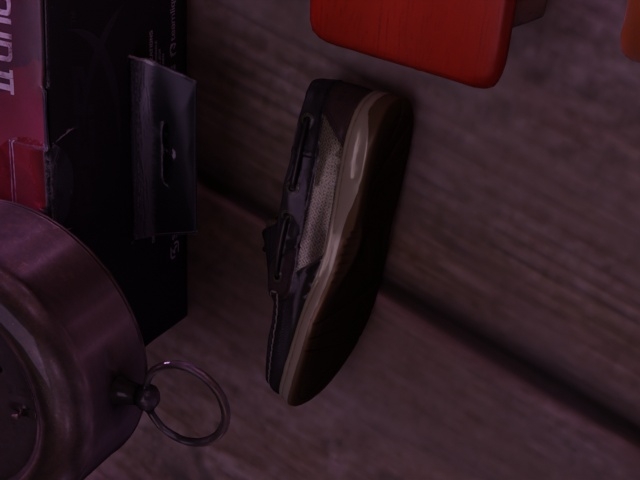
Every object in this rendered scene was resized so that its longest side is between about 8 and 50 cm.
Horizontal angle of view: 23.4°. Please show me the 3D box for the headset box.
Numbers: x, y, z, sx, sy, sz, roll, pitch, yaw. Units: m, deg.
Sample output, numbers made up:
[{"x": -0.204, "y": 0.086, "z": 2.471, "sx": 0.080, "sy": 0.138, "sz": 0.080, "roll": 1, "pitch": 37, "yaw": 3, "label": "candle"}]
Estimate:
[{"x": -0.185, "y": -0.066, "z": 0.730, "sx": 0.293, "sy": 0.110, "sz": 0.218, "roll": 14, "pitch": 118, "yaw": 26, "label": "headset box"}]

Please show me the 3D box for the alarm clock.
[{"x": -0.124, "y": 0.054, "z": 0.644, "sx": 0.192, "sy": 0.064, "sz": 0.129, "roll": 8, "pitch": 117, "yaw": 23, "label": "alarm clock"}]

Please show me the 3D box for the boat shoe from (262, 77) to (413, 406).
[{"x": 0.000, "y": 0.000, "z": 0.686, "sx": 0.049, "sy": 0.056, "sz": 0.152, "roll": 27, "pitch": 112, "yaw": 25, "label": "boat shoe"}]

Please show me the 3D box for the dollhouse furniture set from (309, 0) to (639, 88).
[{"x": 0.045, "y": -0.182, "z": 0.528, "sx": 0.262, "sy": 0.135, "sz": 0.259, "roll": 18, "pitch": 118, "yaw": 24, "label": "dollhouse furniture set"}]
